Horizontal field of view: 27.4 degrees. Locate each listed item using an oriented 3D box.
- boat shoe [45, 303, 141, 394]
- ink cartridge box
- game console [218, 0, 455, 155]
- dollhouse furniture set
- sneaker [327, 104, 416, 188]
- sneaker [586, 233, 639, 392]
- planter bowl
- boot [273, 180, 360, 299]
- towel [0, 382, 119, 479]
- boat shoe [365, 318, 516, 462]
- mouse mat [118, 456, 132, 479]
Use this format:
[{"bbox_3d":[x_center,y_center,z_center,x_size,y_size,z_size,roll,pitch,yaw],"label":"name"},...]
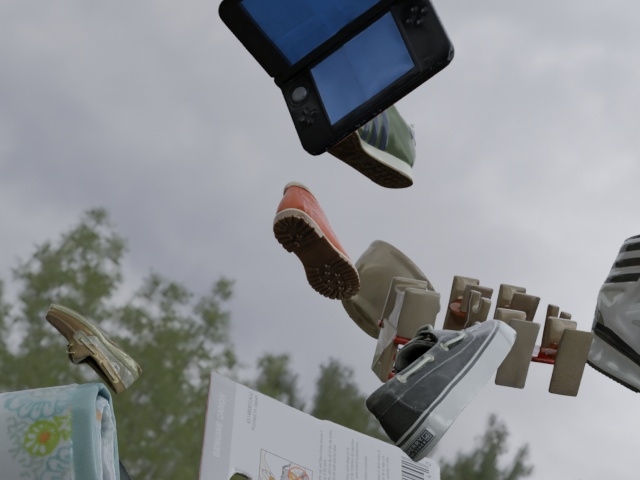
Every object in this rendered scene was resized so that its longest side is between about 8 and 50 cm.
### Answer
[{"bbox_3d":[-0.274,0.127,1.545,0.135,0.045,0.050,37,-25,5],"label":"boat shoe"},{"bbox_3d":[-0.010,0.287,1.172,0.261,0.296,0.066,25,-51,-19],"label":"ink cartridge box"},{"bbox_3d":[0.010,-0.159,1.009,0.144,0.124,0.085,-34,-36,20],"label":"game console"},{"bbox_3d":[0.212,0.141,1.812,0.259,0.135,0.262,10,9,-13],"label":"dollhouse furniture set"},{"bbox_3d":[0.043,-0.136,1.483,0.064,0.086,0.192,-10,-32,41],"label":"sneaker"},{"bbox_3d":[0.531,0.113,1.729,0.447,0.169,0.257,31,-63,51],"label":"sneaker"},{"bbox_3d":[0.103,0.095,2.169,0.162,0.109,0.162,43,-17,17],"label":"planter bowl"},{"bbox_3d":[0.000,0.000,1.549,0.059,0.084,0.158,-22,-53,18],"label":"boot"},{"bbox_3d":[-0.381,0.360,1.481,0.321,0.374,0.090,-8,-17,9],"label":"towel"},{"bbox_3d":[0.101,0.103,1.085,0.070,0.219,0.078,42,-64,7],"label":"boat shoe"},{"bbox_3d":[-0.318,0.413,1.910,0.007,0.153,0.189,-19,-77,56],"label":"mouse mat"}]
